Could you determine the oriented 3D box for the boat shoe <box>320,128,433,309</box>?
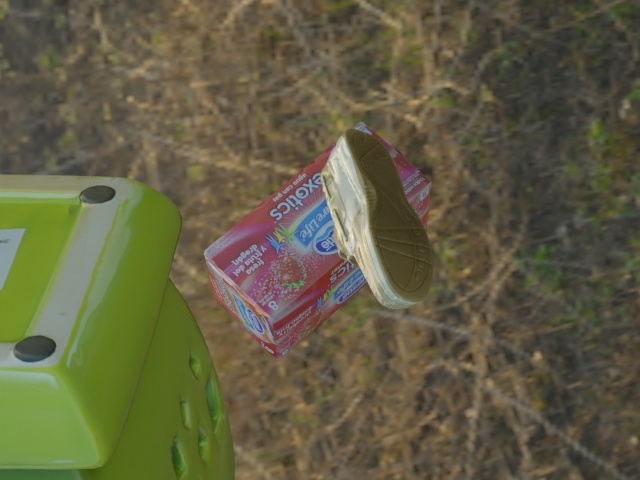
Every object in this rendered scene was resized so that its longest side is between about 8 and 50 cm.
[{"bbox_3d":[0.040,-0.008,1.238,0.059,0.063,0.170,-48,41,35],"label":"boat shoe"}]

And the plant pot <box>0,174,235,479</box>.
[{"bbox_3d":[-0.168,0.092,0.735,0.228,0.227,0.207,1,122,6],"label":"plant pot"}]

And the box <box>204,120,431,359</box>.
[{"bbox_3d":[0.000,0.000,1.854,0.122,0.257,0.128,43,161,20],"label":"box"}]
